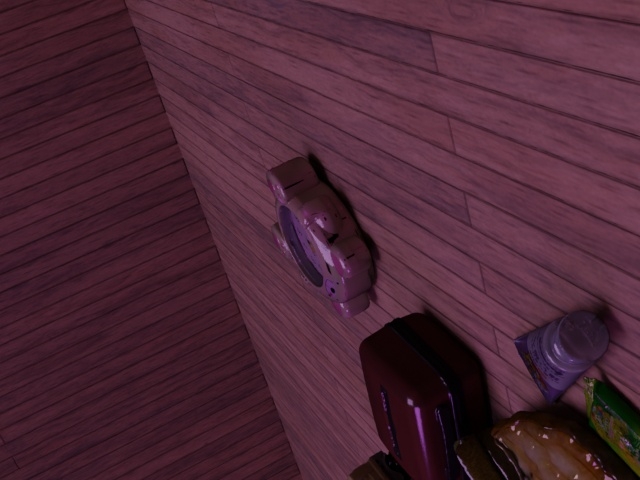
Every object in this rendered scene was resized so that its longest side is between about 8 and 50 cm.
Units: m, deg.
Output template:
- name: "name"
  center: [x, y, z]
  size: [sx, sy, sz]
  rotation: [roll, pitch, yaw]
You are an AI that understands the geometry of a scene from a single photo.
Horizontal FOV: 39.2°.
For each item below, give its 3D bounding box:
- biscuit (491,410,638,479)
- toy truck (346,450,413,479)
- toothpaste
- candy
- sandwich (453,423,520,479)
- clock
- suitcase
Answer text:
- name: "biscuit"
  center: [0.399, 0.401, 1.355]
  size: [0.335, 0.078, 0.329]
  rotation: [67, 161, -10]
- name: "toy truck"
  center: [0.204, 0.678, 2.083]
  size: [0.405, 0.254, 0.181]
  rotation: [46, 151, 41]
- name: "toothpaste"
  center: [0.324, 0.161, 1.249]
  size: [0.114, 0.073, 0.299]
  rotation: [60, 171, 15]
- name: "candy"
  center: [0.408, 0.262, 1.179]
  size: [0.178, 0.032, 0.102]
  rotation: [50, 158, 42]
- name: "sandwich"
  center: [0.320, 0.412, 1.586]
  size: [0.185, 0.109, 0.160]
  rotation: [59, -177, 11]
- name: "clock"
  center: [0.000, 0.000, 1.937]
  size: [0.309, 0.114, 0.284]
  rotation: [54, 160, 30]
- name: "suitcase"
  center: [0.198, 0.307, 1.684]
  size: [0.236, 0.161, 0.297]
  rotation: [42, 152, 51]
